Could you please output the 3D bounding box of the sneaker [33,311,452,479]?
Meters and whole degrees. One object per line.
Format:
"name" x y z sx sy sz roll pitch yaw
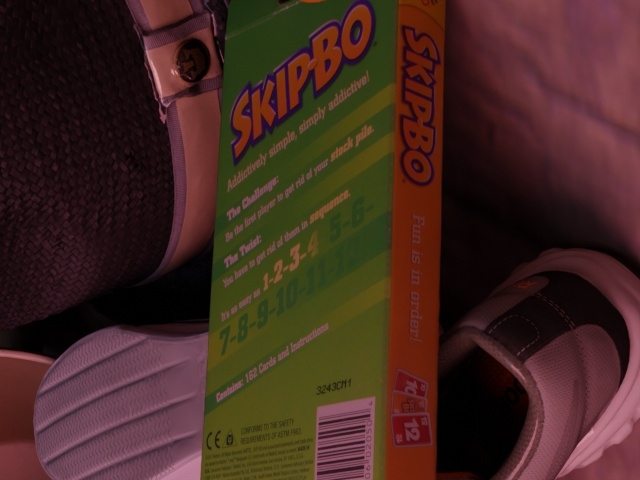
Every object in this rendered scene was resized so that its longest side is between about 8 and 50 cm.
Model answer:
"sneaker" -0.041 0.082 0.952 0.258 0.091 0.094 -14 74 44

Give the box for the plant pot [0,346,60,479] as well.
"plant pot" -0.186 0.195 1.138 0.284 0.284 0.191 59 180 -3

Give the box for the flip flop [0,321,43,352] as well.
"flip flop" -0.270 0.020 1.221 0.277 0.080 0.112 21 132 40

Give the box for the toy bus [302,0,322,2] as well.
"toy bus" -0.043 -0.199 0.744 0.332 0.108 0.130 35 140 28

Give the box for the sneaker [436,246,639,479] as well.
"sneaker" 0.042 0.117 0.830 0.100 0.108 0.271 42 121 24

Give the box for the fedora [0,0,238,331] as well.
"fedora" -0.173 -0.071 0.968 0.334 0.152 0.334 31 138 33

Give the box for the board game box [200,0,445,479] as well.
"board game box" 0.000 0.000 0.806 0.124 0.039 0.259 -17 68 50
